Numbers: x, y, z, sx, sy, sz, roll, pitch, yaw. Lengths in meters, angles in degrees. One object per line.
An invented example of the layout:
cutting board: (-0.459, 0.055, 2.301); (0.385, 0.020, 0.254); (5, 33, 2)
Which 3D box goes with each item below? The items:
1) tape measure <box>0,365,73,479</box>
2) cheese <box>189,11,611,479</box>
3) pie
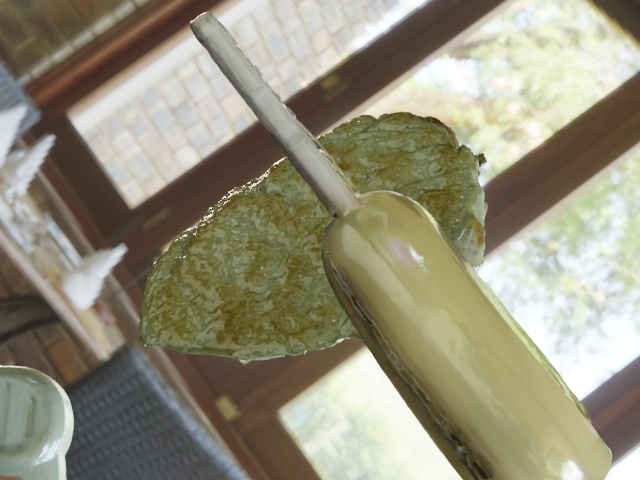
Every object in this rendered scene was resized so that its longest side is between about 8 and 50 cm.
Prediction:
tape measure: (-0.359, 0.215, 1.157); (0.125, 0.243, 0.246); (112, -18, -80)
cheese: (0.027, 0.005, 0.529); (0.251, 0.054, 0.127); (52, 7, -3)
pie: (-0.003, 0.006, 0.929); (0.257, 0.274, 0.105); (-90, 159, -58)
